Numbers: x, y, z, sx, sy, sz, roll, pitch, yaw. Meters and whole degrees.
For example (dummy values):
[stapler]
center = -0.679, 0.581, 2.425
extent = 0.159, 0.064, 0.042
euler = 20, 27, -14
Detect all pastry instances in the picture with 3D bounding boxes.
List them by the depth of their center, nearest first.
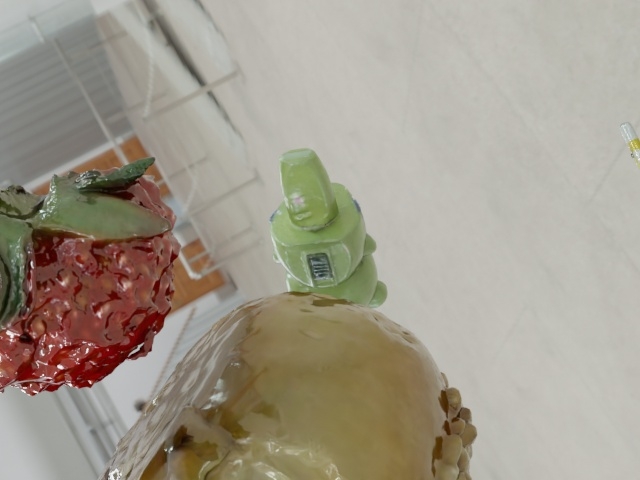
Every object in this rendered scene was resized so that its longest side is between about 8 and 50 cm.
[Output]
[pastry]
center = -0.049, 0.229, 0.714
extent = 0.245, 0.410, 0.409
euler = 35, 171, -7

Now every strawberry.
[strawberry]
center = -0.168, 0.041, 0.526
extent = 0.228, 0.174, 0.098
euler = 138, 121, -63

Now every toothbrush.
[toothbrush]
center = 0.513, -0.047, 1.423
extent = 0.024, 0.021, 0.288
euler = -9, -108, -56

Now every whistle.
[whistle]
center = 0.000, 0.000, 0.924
extent = 0.085, 0.105, 0.227
euler = -88, -13, -45
